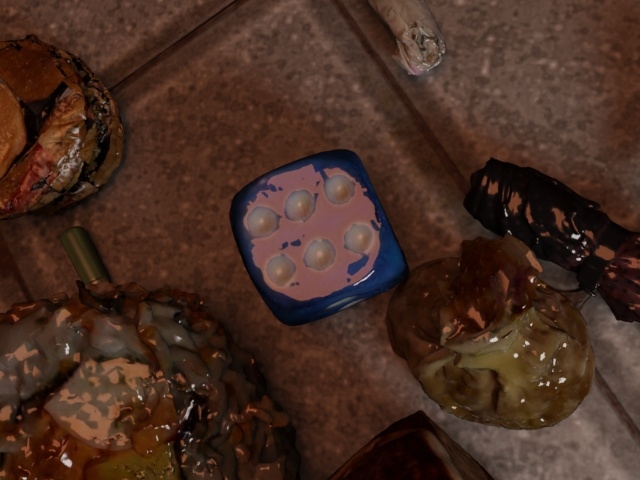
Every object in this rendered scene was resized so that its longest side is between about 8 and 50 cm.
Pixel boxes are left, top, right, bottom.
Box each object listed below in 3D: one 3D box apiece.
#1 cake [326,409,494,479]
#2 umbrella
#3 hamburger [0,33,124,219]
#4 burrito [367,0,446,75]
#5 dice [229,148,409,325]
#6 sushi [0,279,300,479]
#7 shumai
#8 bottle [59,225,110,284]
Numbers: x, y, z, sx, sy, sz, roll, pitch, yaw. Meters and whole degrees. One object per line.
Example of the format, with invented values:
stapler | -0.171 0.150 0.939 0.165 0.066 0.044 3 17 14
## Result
cake | 0.085 0.281 0.567 0.198 0.293 0.196 -40 34 7
umbrella | 0.284 0.025 0.684 0.326 0.090 0.094 34 68 16
hamburger | -0.348 -0.126 0.849 0.231 0.107 0.231 -2 82 17
burrito | 0.077 -0.272 0.796 0.064 0.064 0.203 -25 76 8
dice | 0.000 0.000 0.728 0.143 0.146 0.146 -24 80 6
sushi | -0.207 0.233 0.715 0.417 0.176 0.418 -1 88 15
shumai | 0.155 0.088 0.677 0.209 0.153 0.161 38 84 19
bottle | -0.274 0.024 0.844 0.030 0.030 0.083 -33 76 6
